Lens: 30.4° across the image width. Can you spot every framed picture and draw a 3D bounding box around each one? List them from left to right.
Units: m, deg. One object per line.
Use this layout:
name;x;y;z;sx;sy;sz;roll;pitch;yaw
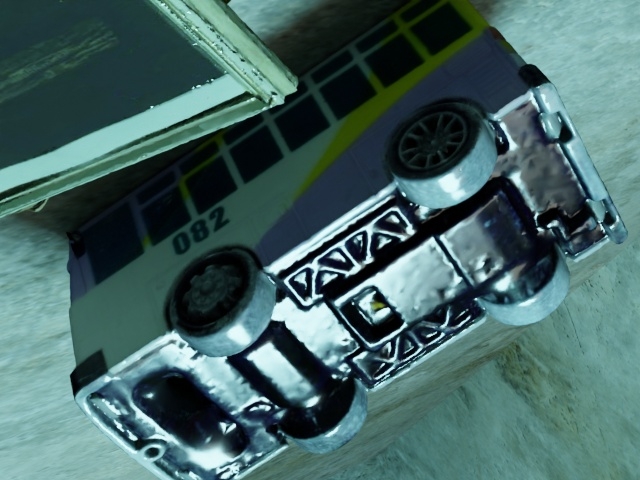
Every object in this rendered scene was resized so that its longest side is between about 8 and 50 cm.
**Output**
framed picture;-0.180;-0.054;0.524;0.293;0.018;0.231;-20;159;16

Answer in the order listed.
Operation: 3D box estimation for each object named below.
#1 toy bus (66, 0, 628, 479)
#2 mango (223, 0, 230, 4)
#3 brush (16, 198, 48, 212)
toy bus;0.000;0.000;1.009;0.440;0.249;0.209;-34;133;6
mango;-0.162;-0.160;0.499;0.329;0.175;0.177;-12;116;-40
brush;-0.145;-0.124;0.773;0.065;0.070;0.327;-28;165;-44
